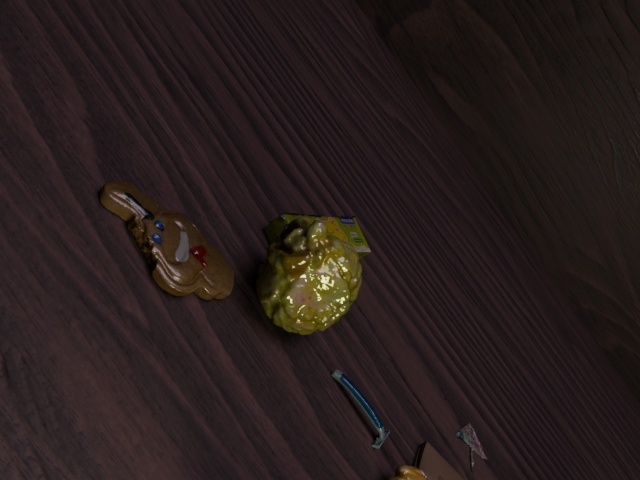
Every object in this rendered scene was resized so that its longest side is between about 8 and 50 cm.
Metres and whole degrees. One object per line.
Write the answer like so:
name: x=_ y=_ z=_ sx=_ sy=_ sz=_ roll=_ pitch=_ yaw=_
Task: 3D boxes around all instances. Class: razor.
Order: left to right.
razor: x=0.091 y=0.365 z=1.566 sx=0.191 sy=0.037 sz=0.068 roll=56 pitch=31 yaw=1

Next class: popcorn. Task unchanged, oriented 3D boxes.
popcorn: x=-0.030 y=0.069 z=1.506 sx=0.259 sy=0.259 sz=0.212 roll=40 pitch=-3 yaw=-25

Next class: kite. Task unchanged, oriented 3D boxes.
kite: x=0.400 y=0.544 z=1.862 sx=0.139 sy=0.011 sz=0.156 roll=41 pitch=32 yaw=-20

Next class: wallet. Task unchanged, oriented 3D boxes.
wallet: x=0.279 y=0.556 z=1.646 sx=0.152 sy=0.039 sz=0.118 roll=49 pitch=28 yaw=-4

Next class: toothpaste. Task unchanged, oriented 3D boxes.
toothpaste: x=0.000 y=0.000 z=1.763 sx=0.327 sy=0.077 sz=0.110 roll=0 pitch=62 yaw=-55

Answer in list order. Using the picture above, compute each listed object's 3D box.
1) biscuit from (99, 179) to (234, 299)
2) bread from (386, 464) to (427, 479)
biscuit: x=-0.295 y=0.003 z=1.371 sx=0.319 sy=0.047 sz=0.183 roll=48 pitch=28 yaw=-9
bread: x=0.192 y=0.559 z=1.468 sx=0.119 sy=0.084 sz=0.177 roll=28 pitch=39 yaw=-41
